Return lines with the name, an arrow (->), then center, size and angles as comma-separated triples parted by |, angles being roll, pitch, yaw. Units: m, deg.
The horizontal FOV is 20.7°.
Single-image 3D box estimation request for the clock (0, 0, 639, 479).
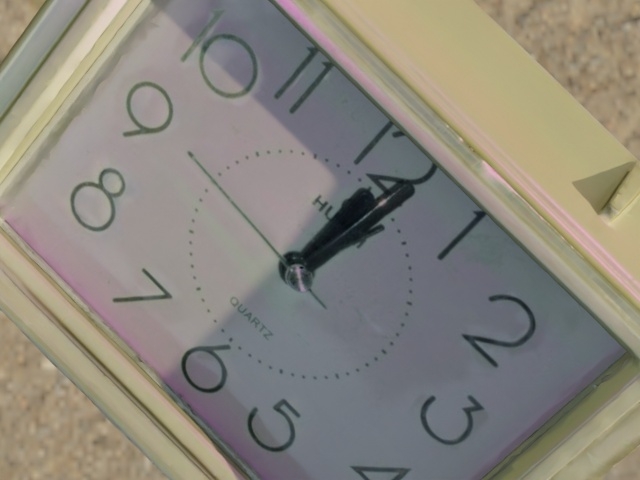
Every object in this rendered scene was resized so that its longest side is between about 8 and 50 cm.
clock -> 0.000, 0.000, 0.486 | 0.192, 0.071, 0.147 | 45, 121, 3
